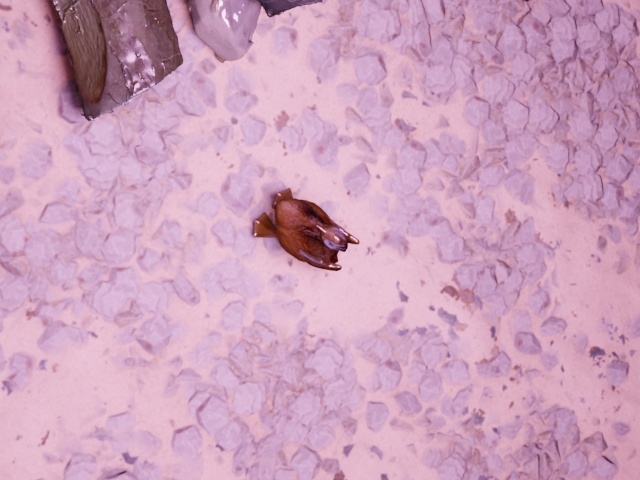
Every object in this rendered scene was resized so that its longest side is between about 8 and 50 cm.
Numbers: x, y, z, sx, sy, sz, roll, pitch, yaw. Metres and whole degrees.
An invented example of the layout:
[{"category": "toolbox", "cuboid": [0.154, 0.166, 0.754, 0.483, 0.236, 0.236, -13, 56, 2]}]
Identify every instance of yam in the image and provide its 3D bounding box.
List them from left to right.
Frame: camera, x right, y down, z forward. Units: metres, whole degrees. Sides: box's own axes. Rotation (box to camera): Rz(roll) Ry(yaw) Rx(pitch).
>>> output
[{"category": "yam", "cuboid": [-0.273, -0.296, 1.461, 0.154, 0.154, 0.254, -17, 94, -21]}]

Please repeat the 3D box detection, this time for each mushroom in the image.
[{"category": "mushroom", "cuboid": [-0.131, -0.428, 1.542, 0.109, 0.097, 0.351, 1, 88, -45]}]

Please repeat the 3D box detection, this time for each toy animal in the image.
[{"category": "toy animal", "cuboid": [0.000, 0.000, 1.572, 0.089, 0.179, 0.188, -56, 136, -9]}]

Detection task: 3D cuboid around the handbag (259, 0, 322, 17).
[{"category": "handbag", "cuboid": [-0.054, -0.430, 1.511, 0.175, 0.088, 0.270, 50, 43, -38]}]
